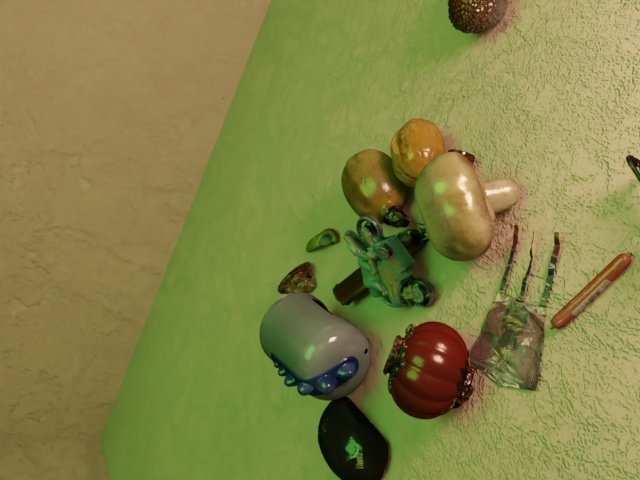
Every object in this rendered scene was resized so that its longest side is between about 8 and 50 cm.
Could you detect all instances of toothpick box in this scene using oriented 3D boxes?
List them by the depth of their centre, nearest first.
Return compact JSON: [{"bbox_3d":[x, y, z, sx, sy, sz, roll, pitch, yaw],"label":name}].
[{"bbox_3d":[-0.014,0.320,1.758,0.354,0.262,0.263,27,97,56],"label":"toothpick box"}]

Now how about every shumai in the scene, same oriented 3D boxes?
[{"bbox_3d":[-0.084,0.144,2.111,0.123,0.139,0.105,132,117,-80],"label":"shumai"}]

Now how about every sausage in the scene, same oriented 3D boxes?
[{"bbox_3d":[0.538,0.104,1.223,0.223,0.029,0.029,-54,36,27],"label":"sausage"},{"bbox_3d":[0.177,0.068,1.757,0.371,0.082,0.082,-42,43,37],"label":"sausage"}]

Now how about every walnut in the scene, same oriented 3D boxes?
[{"bbox_3d":[0.271,-0.244,1.691,0.159,0.159,0.207,-39,38,41],"label":"walnut"}]

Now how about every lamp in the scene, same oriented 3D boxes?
[{"bbox_3d":[0.255,0.300,1.409,0.227,0.226,0.227,-31,50,46],"label":"lamp"}]

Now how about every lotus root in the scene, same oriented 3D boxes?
[{"bbox_3d":[0.168,-0.139,1.793,0.183,0.182,0.310,-52,43,29],"label":"lotus root"}]

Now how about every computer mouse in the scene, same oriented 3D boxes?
[{"bbox_3d":[0.070,0.550,1.658,0.269,0.100,0.170,37,104,57],"label":"computer mouse"}]

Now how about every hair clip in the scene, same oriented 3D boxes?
[{"bbox_3d":[0.000,0.000,2.097,0.188,0.033,0.060,-24,55,50],"label":"hair clip"}]

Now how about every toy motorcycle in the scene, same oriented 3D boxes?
[{"bbox_3d":[0.178,0.072,1.656,0.297,0.109,0.198,55,139,7],"label":"toy motorcycle"}]

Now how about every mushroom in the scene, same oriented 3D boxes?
[{"bbox_3d":[0.352,-0.084,1.444,0.234,0.260,0.254,-18,49,8],"label":"mushroom"}]

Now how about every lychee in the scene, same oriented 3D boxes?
[{"bbox_3d":[0.424,-0.642,1.639,0.197,0.165,0.165,129,146,-58],"label":"lychee"}]

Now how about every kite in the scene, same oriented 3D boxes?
[{"bbox_3d":[0.443,0.149,1.358,0.204,0.022,0.361,19,95,58],"label":"kite"}]

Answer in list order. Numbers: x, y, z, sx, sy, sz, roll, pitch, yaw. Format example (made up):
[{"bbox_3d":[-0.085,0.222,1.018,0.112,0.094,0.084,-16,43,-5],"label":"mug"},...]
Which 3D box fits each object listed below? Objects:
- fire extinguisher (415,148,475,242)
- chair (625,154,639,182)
[{"bbox_3d":[0.329,-0.109,1.611,0.106,0.075,0.252,12,86,64],"label":"fire extinguisher"},{"bbox_3d":[0.644,-0.080,1.080,0.113,0.106,0.229,-38,46,43],"label":"chair"}]
